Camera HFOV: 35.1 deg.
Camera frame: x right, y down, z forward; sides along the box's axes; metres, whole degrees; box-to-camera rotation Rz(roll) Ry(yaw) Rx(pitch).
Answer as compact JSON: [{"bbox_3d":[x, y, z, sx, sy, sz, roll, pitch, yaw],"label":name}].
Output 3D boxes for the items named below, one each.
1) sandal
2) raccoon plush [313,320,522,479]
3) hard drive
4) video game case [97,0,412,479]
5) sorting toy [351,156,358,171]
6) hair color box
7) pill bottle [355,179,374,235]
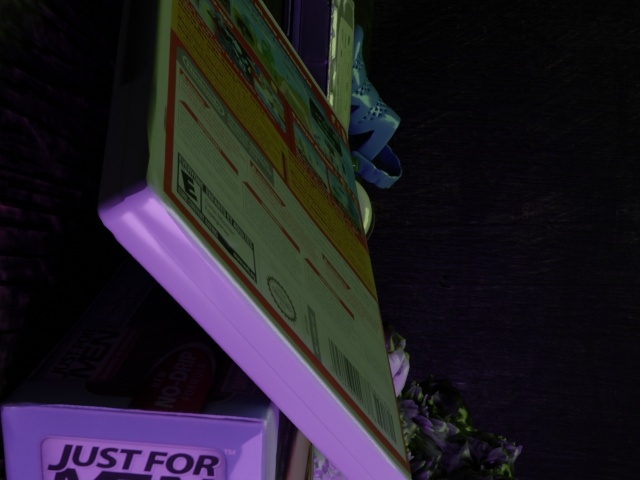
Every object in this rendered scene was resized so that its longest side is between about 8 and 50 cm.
[{"bbox_3d":[0.060,-0.192,1.570,0.126,0.138,0.317,-78,169,-48],"label":"sandal"},{"bbox_3d":[-0.053,0.233,0.792,0.446,0.299,0.216,-55,-159,15],"label":"raccoon plush"},{"bbox_3d":[0.000,-0.209,1.292,0.339,0.064,0.236,-46,139,-81],"label":"hard drive"},{"bbox_3d":[-0.028,-0.040,0.494,0.204,0.025,0.285,53,19,-37],"label":"video game case"},{"bbox_3d":[0.000,0.000,1.091,0.365,0.126,0.127,87,9,-60],"label":"sorting toy"},{"bbox_3d":[-0.068,0.211,0.541,0.185,0.114,0.374,-72,164,-69],"label":"hair color box"},{"bbox_3d":[0.015,-0.034,1.323,0.193,0.108,0.108,24,70,-85],"label":"pill bottle"}]
